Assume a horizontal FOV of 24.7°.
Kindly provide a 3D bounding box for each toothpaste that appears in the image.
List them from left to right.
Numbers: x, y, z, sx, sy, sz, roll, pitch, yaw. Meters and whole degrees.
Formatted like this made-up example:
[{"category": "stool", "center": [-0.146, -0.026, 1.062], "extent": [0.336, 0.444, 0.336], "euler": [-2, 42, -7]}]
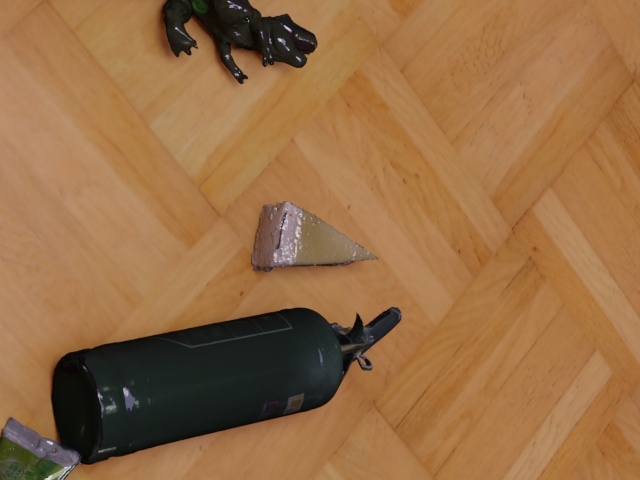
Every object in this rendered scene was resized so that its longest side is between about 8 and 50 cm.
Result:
[{"category": "toothpaste", "center": [-0.284, 0.261, 1.159], "extent": [0.248, 0.078, 0.047], "euler": [-59, 158, -17]}]

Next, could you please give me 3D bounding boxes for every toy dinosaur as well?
[{"category": "toy dinosaur", "center": [-0.086, -0.237, 1.322], "extent": [0.187, 0.087, 0.179], "euler": [45, 32, -43]}]

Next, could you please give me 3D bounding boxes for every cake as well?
[{"category": "cake", "center": [0.000, 0.000, 1.357], "extent": [0.121, 0.052, 0.065], "euler": [4, 85, -34]}]

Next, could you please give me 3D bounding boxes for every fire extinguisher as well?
[{"category": "fire extinguisher", "center": [-0.073, 0.113, 1.274], "extent": [0.311, 0.114, 0.095], "euler": [-8, 54, -35]}]
